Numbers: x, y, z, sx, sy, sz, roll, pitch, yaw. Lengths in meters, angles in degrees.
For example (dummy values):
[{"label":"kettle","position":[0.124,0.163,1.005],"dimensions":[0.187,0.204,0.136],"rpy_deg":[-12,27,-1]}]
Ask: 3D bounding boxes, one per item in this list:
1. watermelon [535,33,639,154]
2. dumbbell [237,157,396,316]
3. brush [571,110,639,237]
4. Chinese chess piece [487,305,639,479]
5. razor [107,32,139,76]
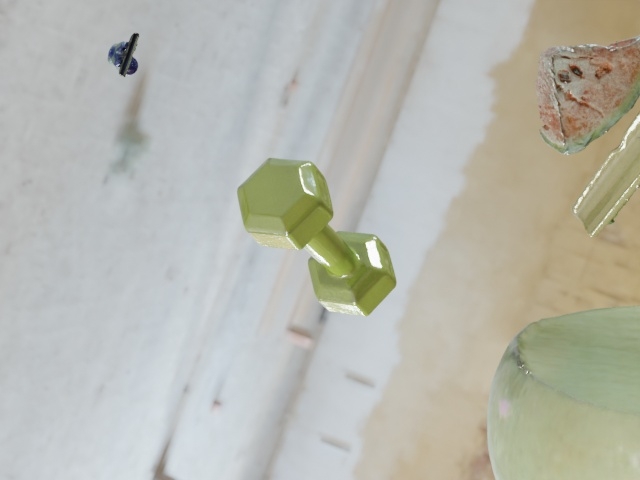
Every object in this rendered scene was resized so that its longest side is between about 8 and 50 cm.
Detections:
[{"label":"watermelon","position":[0.336,-0.212,1.902],"dimensions":[0.187,0.139,0.071],"rpy_deg":[-50,-152,4]},{"label":"dumbbell","position":[0.000,0.000,1.924],"dimensions":[0.302,0.108,0.121],"rpy_deg":[45,27,-56]},{"label":"brush","position":[0.379,-0.099,1.765],"dimensions":[0.048,0.054,0.282],"rpy_deg":[-28,160,-29]},{"label":"Chinese chess piece","position":[0.309,0.160,1.192],"dimensions":[0.349,0.349,0.146],"rpy_deg":[-44,136,-73]},{"label":"razor","position":[-0.197,-0.183,1.475],"dimensions":[0.154,0.028,0.044],"rpy_deg":[-158,-93,-84]}]
